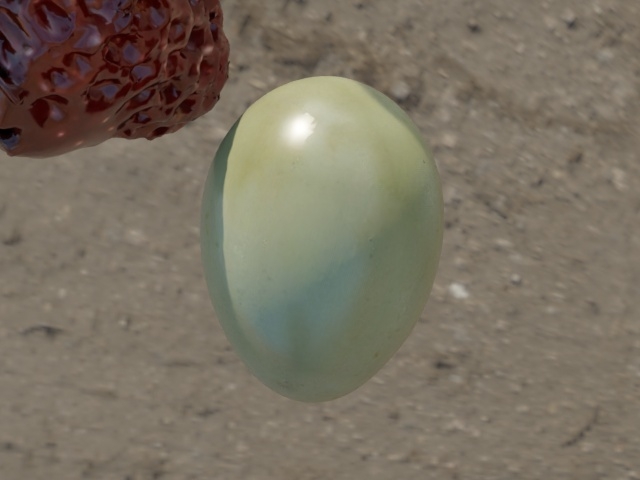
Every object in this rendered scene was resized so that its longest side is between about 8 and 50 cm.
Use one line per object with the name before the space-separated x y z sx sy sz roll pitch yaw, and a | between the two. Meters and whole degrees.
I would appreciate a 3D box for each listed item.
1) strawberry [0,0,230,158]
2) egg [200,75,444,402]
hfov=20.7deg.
strawberry | -0.195 -0.209 1.406 0.317 0.345 0.295 25 96 38
egg | 0.000 0.000 1.354 0.188 0.188 0.253 10 99 29
